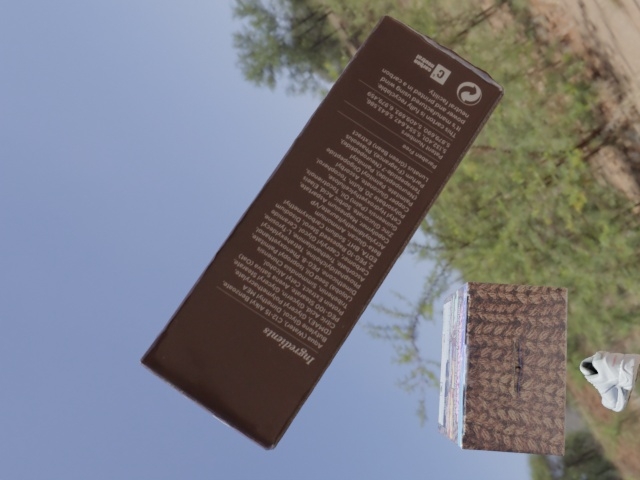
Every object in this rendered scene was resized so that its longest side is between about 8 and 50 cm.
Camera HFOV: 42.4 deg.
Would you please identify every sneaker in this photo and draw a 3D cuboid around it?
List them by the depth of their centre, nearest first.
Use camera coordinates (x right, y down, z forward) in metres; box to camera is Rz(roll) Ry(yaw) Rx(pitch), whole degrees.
[{"bbox_3d":[0.617,0.290,1.774,0.115,0.090,0.232,18,152,21],"label":"sneaker"}]

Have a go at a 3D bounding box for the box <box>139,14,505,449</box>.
[{"bbox_3d":[0.000,0.000,0.780,0.143,0.381,0.191,32,165,0],"label":"box"}]

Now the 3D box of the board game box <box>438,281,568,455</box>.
[{"bbox_3d":[0.269,0.194,1.262,0.291,0.141,0.231,77,-163,-82],"label":"board game box"}]
